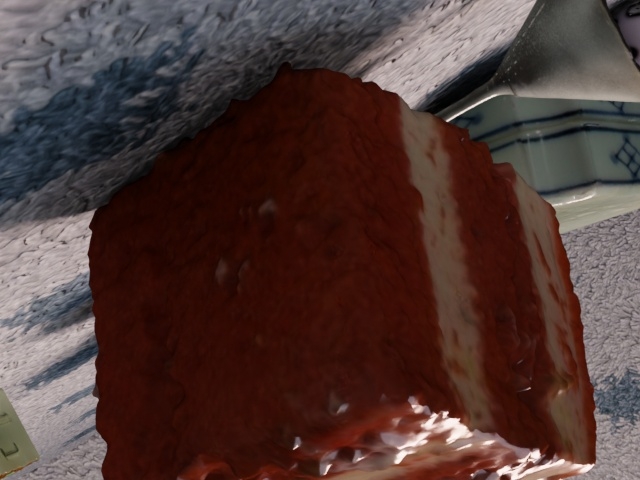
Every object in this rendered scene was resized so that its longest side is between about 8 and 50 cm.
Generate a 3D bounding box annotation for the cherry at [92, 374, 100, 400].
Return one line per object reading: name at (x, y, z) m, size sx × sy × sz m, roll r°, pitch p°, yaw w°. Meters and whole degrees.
cherry at (-0.112, 0.126, 1.334) m, size 0.307 × 0.221 × 0.261 m, roll -10°, pitch -154°, yaw -16°

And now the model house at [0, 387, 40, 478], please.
model house at (-0.414, 0.246, 1.289) m, size 0.149 × 0.100 × 0.127 m, roll -29°, pitch 174°, yaw 11°

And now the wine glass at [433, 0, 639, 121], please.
wine glass at (0.141, -0.124, 0.972) m, size 0.232 × 0.156 × 0.156 m, roll -30°, pitch 174°, yaw 13°

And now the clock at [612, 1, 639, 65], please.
clock at (0.448, -0.253, 1.402) m, size 0.254 × 0.188 × 0.189 m, roll -13°, pitch 170°, yaw -14°

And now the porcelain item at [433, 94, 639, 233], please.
porcelain item at (0.240, -0.088, 1.371) m, size 0.286 × 0.157 × 0.281 m, roll -20°, pitch 167°, yaw 42°

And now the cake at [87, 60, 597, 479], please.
cake at (0.028, 0.074, 0.867) m, size 0.269 × 0.270 × 0.319 m, roll -29°, pitch 146°, yaw 35°
